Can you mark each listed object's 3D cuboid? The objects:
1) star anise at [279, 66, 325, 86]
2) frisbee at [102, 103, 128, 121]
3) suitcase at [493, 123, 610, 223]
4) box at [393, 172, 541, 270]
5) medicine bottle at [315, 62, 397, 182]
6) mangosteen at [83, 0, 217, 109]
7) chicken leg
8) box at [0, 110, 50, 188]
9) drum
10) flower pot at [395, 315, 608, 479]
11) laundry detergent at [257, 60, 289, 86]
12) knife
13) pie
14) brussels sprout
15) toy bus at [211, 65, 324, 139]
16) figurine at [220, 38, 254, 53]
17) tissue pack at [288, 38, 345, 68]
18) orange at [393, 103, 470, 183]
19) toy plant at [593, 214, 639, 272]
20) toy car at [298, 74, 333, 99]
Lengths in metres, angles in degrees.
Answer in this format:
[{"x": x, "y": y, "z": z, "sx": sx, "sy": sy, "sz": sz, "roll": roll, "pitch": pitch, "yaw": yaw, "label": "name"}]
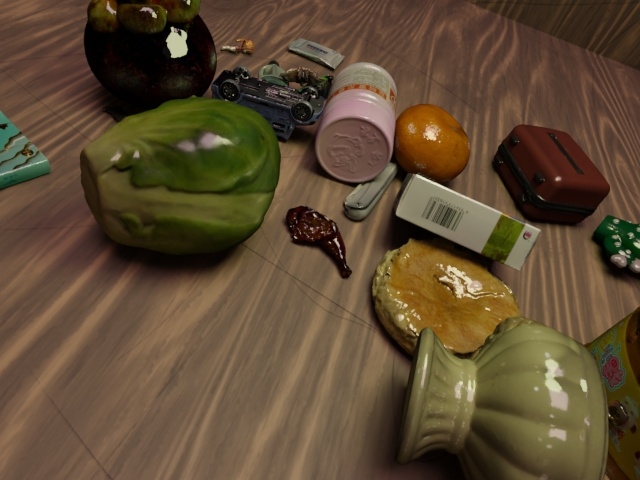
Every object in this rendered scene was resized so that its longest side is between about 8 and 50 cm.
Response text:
[{"x": -0.044, "y": -0.490, "z": 1.333, "sx": 0.129, "sy": 0.056, "sz": 0.124, "roll": 13, "pitch": 22, "yaw": 17, "label": "star anise"}, {"x": -0.472, "y": -0.289, "z": 1.108, "sx": 0.187, "sy": 0.012, "sz": 0.211, "roll": 42, "pitch": 50, "yaw": 21, "label": "frisbee"}, {"x": 0.683, "y": -0.201, "z": 1.332, "sx": 0.236, "sy": 0.161, "sz": 0.297, "roll": 5, "pitch": 47, "yaw": -17, "label": "suitcase"}, {"x": 0.327, "y": -0.054, "z": 1.051, "sx": 0.299, "sy": 0.107, "sz": 0.200, "roll": 26, "pitch": 12, "yaw": 3, "label": "box"}, {"x": 0.104, "y": -0.328, "z": 1.210, "sx": 0.202, "sy": 0.202, "sz": 0.316, "roll": 16, "pitch": 44, "yaw": -5, "label": "medicine bottle"}, {"x": -0.413, "y": -0.484, "z": 1.100, "sx": 0.329, "sy": 0.330, "sz": 0.330, "roll": 10, "pitch": 47, "yaw": -11, "label": "mangosteen"}, {"x": 0.003, "y": -0.006, "z": 0.994, "sx": 0.205, "sy": 0.053, "sz": 0.093, "roll": 32, "pitch": 69, "yaw": 19, "label": "chicken leg"}, {"x": -0.699, "y": -0.191, "z": 0.916, "sx": 0.229, "sy": 0.041, "sz": 0.162, "roll": 41, "pitch": 49, "yaw": 18, "label": "box"}, {"x": 0.717, "y": 0.321, "z": 0.834, "sx": 0.430, "sy": 0.214, "sz": 0.431, "roll": 9, "pitch": 47, "yaw": -10, "label": "drum"}, {"x": 0.255, "y": 0.259, "z": 0.687, "sx": 0.243, "sy": 0.308, "sz": 0.308, "roll": 12, "pitch": 45, "yaw": 11, "label": "flower pot"}, {"x": -0.143, "y": -0.482, "z": 1.357, "sx": 0.099, "sy": 0.070, "sz": 0.226, "roll": 6, "pitch": 48, "yaw": -13, "label": "laundry detergent"}, {"x": 0.135, "y": -0.139, "z": 1.165, "sx": 0.073, "sy": 0.041, "sz": 0.265, "roll": 19, "pitch": 43, "yaw": 22, "label": "knife"}, {"x": 0.268, "y": 0.128, "z": 0.940, "sx": 0.339, "sy": 0.083, "sz": 0.340, "roll": 10, "pitch": 49, "yaw": -12, "label": "pie"}, {"x": -0.247, "y": -0.129, "z": 0.859, "sx": 0.314, "sy": 0.276, "sz": 0.371, "roll": 40, "pitch": 49, "yaw": 22, "label": "brussels sprout"}, {"x": -0.142, "y": -0.365, "z": 1.210, "sx": 0.292, "sy": 0.133, "sz": 0.126, "roll": 15, "pitch": 41, "yaw": -3, "label": "toy bus"}, {"x": -0.276, "y": -0.647, "z": 1.481, "sx": 0.109, "sy": 0.047, "sz": 0.064, "roll": -11, "pitch": 30, "yaw": -20, "label": "figurine"}, {"x": -0.016, "y": -0.683, "z": 1.615, "sx": 0.193, "sy": 0.026, "sz": 0.123, "roll": 25, "pitch": 45, "yaw": 3, "label": "tissue pack"}, {"x": 0.302, "y": -0.265, "z": 1.242, "sx": 0.240, "sy": 0.171, "sz": 0.240, "roll": 19, "pitch": 47, "yaw": -22, "label": "orange"}, {"x": 0.893, "y": 0.024, "z": 1.235, "sx": 0.243, "sy": 0.113, "sz": 0.233, "roll": 20, "pitch": 44, "yaw": 7, "label": "toy plant"}, {"x": -0.012, "y": -0.466, "z": 1.393, "sx": 0.062, "sy": 0.071, "sz": 0.165, "roll": 19, "pitch": 44, "yaw": 18, "label": "toy car"}]
